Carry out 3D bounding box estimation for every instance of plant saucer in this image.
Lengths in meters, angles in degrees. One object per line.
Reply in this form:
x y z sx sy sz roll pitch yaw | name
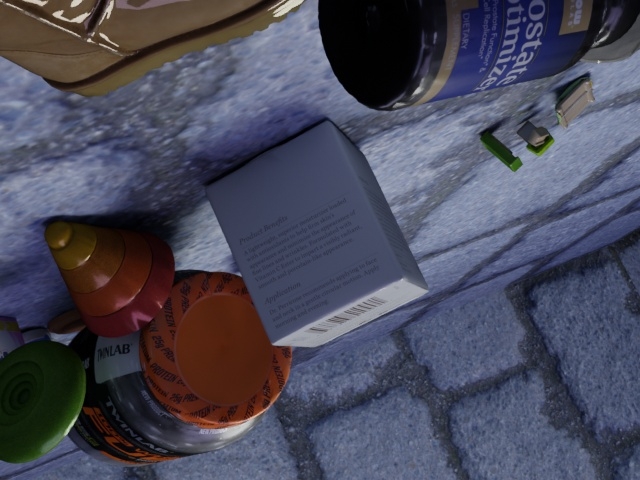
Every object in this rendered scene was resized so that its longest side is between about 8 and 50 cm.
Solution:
-0.320 0.106 1.144 0.083 0.013 0.083 -22 167 -5 | plant saucer

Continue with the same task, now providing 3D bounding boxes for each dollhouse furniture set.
0.287 -0.163 1.129 0.151 0.058 0.076 -46 155 8 | dollhouse furniture set

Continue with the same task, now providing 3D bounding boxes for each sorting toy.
-0.297 0.116 0.826 0.365 0.127 0.126 -54 143 -10 | sorting toy

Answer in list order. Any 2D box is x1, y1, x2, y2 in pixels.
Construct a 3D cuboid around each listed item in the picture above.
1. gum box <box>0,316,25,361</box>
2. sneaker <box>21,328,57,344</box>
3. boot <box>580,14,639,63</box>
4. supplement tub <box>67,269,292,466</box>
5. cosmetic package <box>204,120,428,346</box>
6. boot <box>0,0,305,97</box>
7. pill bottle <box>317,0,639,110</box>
-0.395 0.140 0.943 0.062 0.107 0.188 -26 167 8 | gum box
-0.374 0.172 1.152 0.058 0.084 0.152 -22 166 -10 | sneaker
0.344 -0.244 0.800 0.190 0.076 0.208 -9 159 -3 | boot
-0.182 0.156 1.026 0.207 0.207 0.338 -15 171 -33 | supplement tub
0.000 0.000 0.912 0.151 0.183 0.151 -27 165 12 | cosmetic package
-0.121 -0.145 0.351 0.236 0.089 0.269 -29 165 21 | boot
0.118 -0.168 0.600 0.219 0.122 0.123 -17 165 -29 | pill bottle
